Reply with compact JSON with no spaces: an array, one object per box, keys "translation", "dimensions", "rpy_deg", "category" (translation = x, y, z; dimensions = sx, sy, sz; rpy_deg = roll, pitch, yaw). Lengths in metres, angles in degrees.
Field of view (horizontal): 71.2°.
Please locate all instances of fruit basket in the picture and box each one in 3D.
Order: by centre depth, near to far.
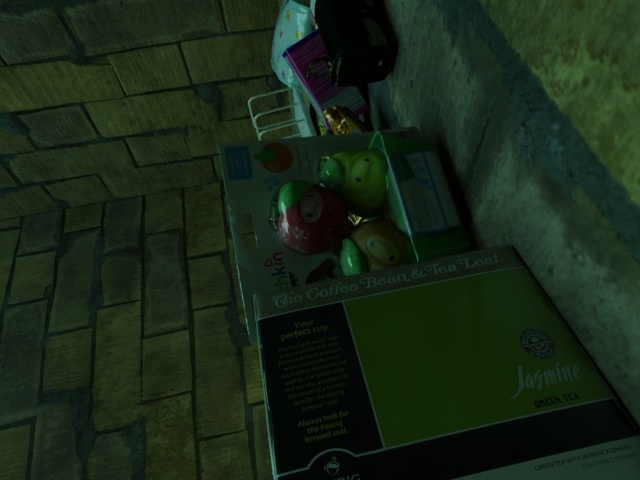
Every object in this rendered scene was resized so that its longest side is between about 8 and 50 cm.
[{"translation":[0.041,-0.034,0.692],"dimensions":[0.165,0.352,0.327],"rpy_deg":[127,135,-62],"category":"fruit basket"}]

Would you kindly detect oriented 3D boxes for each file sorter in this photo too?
[{"translation":[-0.110,-0.326,1.459],"dimensions":[0.193,0.172,0.278],"rpy_deg":[89,163,-71],"category":"file sorter"}]

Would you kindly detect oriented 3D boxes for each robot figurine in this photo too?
[{"translation":[0.075,-0.150,0.988],"dimensions":[0.211,0.085,0.291],"rpy_deg":[-56,52,39],"category":"robot figurine"}]

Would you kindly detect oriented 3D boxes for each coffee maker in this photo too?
[{"translation":[0.044,-0.403,0.866],"dimensions":[0.120,0.171,0.178],"rpy_deg":[-45,54,50],"category":"coffee maker"}]

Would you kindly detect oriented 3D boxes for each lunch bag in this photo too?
[{"translation":[-0.052,-0.575,1.295],"dimensions":[0.262,0.160,0.224],"rpy_deg":[-103,27,-53],"category":"lunch bag"}]

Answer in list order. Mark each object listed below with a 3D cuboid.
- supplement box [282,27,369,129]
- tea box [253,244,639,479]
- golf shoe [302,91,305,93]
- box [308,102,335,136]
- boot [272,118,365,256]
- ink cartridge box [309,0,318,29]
[{"translation":[0.012,-0.396,1.111],"dimensions":[0.220,0.113,0.111],"rpy_deg":[57,-179,-20],"category":"supplement box"},{"translation":[0.114,0.212,0.508],"dimensions":[0.220,0.328,0.324],"rpy_deg":[85,173,-47],"category":"tea box"},{"translation":[-0.023,-0.556,1.530],"dimensions":[0.273,0.120,0.105],"rpy_deg":[-110,9,-65],"category":"golf shoe"},{"translation":[0.044,-0.310,1.422],"dimensions":[0.395,0.097,0.319],"rpy_deg":[-133,35,-82],"category":"box"},{"translation":[0.011,-0.107,1.162],"dimensions":[0.138,0.283,0.378],"rpy_deg":[-124,24,-76],"category":"boot"},{"translation":[0.034,-0.527,1.089],"dimensions":[0.135,0.056,0.099],"rpy_deg":[56,172,4],"category":"ink cartridge box"}]
